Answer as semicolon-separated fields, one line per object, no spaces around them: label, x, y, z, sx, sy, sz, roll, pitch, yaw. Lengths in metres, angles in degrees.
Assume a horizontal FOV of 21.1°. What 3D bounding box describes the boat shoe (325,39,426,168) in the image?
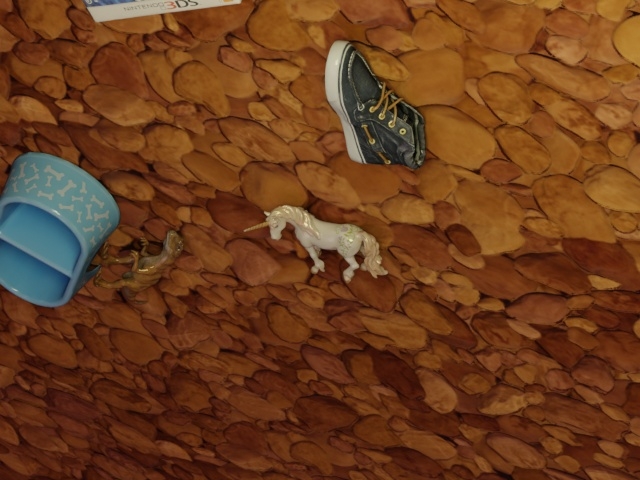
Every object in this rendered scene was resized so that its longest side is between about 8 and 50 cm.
boat shoe;0.064;-0.147;1.856;0.083;0.065;0.183;10;149;22

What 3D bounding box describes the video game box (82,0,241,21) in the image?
video game box;-0.196;-0.324;1.791;0.187;0.048;0.205;-6;136;25

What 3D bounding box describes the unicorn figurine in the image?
unicorn figurine;0.000;0.000;2.112;0.162;0.060;0.111;-1;139;13

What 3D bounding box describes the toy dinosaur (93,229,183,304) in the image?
toy dinosaur;-0.252;0.053;2.335;0.112;0.064;0.211;16;148;-21

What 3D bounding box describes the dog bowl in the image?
dog bowl;-0.378;-0.005;2.356;0.166;0.074;0.297;30;147;-2
